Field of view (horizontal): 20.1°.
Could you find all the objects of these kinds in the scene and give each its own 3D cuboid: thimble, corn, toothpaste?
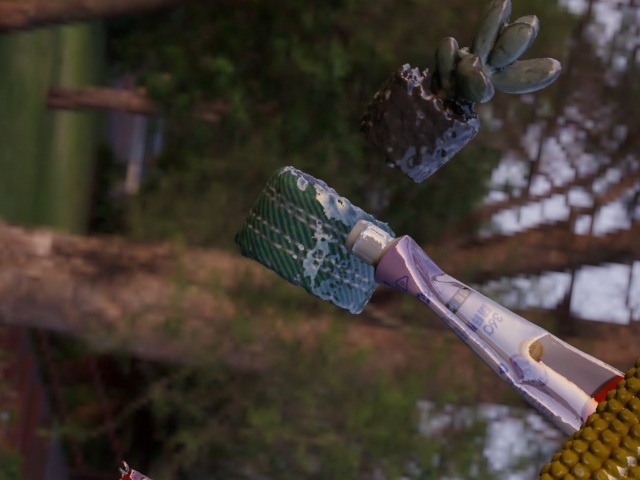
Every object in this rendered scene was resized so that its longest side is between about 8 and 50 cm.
[{"bbox_3d":[-0.001,-0.001,1.630,0.090,0.135,0.118,-58,-165,5],"label":"thimble"},{"bbox_3d":[0.253,0.134,1.270,0.322,0.119,0.119,-49,-179,0],"label":"corn"},{"bbox_3d":[0.147,0.078,1.486,0.075,0.301,0.048,-46,166,-39],"label":"toothpaste"}]

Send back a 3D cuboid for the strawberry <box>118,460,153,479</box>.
[{"bbox_3d":[-0.190,0.333,1.833,0.087,0.167,0.208,78,33,-64],"label":"strawberry"}]

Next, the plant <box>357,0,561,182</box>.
[{"bbox_3d":[0.183,-0.206,2.428,0.274,0.146,0.149,-39,-169,19],"label":"plant"}]
